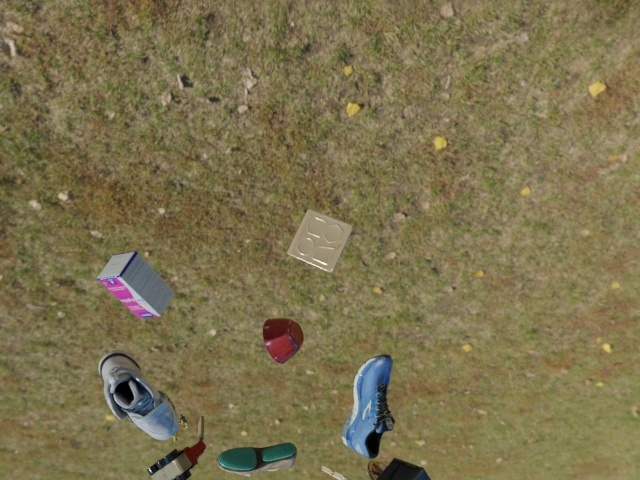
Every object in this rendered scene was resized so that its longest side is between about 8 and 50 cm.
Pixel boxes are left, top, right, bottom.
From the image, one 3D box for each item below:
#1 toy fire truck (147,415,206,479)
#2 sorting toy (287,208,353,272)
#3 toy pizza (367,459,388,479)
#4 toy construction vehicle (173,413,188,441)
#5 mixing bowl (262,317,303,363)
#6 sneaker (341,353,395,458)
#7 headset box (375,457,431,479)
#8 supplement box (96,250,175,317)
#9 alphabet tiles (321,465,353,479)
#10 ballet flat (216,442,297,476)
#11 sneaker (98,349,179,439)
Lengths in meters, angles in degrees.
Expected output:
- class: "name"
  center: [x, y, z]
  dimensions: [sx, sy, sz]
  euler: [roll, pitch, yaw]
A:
- class: "toy fire truck"
  center: [-0.546, 0.856, 1.791]
  dimensions: [0.217, 0.158, 0.246]
  euler: [-43, 168, 31]
- class: "sorting toy"
  center: [0.000, 0.000, 1.648]
  dimensions: [0.209, 0.192, 0.038]
  euler: [22, 172, 26]
- class: "toy pizza"
  center: [0.269, 0.926, 1.715]
  dimensions: [0.201, 0.201, 0.032]
  euler: [30, 99, -32]
- class: "toy construction vehicle"
  center: [-0.543, 0.728, 1.719]
  dimensions: [0.035, 0.085, 0.098]
  euler: [11, 126, 6]
- class: "mixing bowl"
  center: [-0.129, 0.368, 1.699]
  dimensions: [0.098, 0.181, 0.181]
  euler: [-26, 133, 21]
- class: "sneaker"
  center: [0.178, 0.510, 1.365]
  dimensions: [0.130, 0.147, 0.329]
  euler: [6, 98, -39]
- class: "headset box"
  center: [0.225, 0.780, 1.195]
  dimensions: [0.282, 0.246, 0.131]
  euler: [58, 149, -7]
- class: "supplement box"
  center: [-0.620, 0.154, 1.508]
  dimensions: [0.111, 0.113, 0.220]
  euler: [-10, 132, 27]
- class: "alphabet tiles"
  center: [0.135, 0.897, 1.612]
  dimensions: [0.284, 0.021, 0.278]
  euler: [42, 151, -25]
- class: "ballet flat"
  center: [-0.247, 0.879, 1.755]
  dimensions: [0.317, 0.107, 0.106]
  euler: [-1, 122, -9]
- class: "sneaker"
  center: [-0.572, 0.525, 1.414]
  dimensions: [0.137, 0.210, 0.365]
  euler: [-36, 108, -19]
